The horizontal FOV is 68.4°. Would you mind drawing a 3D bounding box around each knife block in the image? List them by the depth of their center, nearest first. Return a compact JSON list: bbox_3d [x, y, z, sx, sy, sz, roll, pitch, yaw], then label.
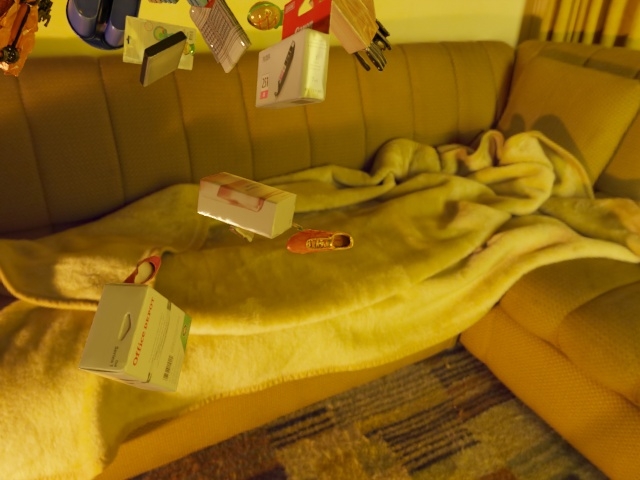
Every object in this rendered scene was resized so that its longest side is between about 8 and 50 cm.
[{"bbox_3d":[0.108,-0.654,1.494,0.276,0.241,0.088,-18,13,-39],"label":"knife block"}]

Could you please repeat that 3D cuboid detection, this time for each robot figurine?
[{"bbox_3d":[-0.766,-0.546,1.151,0.085,0.291,0.211,32,18,-5],"label":"robot figurine"}]

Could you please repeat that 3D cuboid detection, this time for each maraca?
[{"bbox_3d":[-0.207,-0.894,1.879,0.186,0.099,0.127,-11,-13,-40],"label":"maraca"}]

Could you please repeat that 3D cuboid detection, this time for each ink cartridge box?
[{"bbox_3d":[-0.341,0.191,0.900,0.093,0.219,0.160,2,64,9],"label":"ink cartridge box"},{"bbox_3d":[-0.061,-0.405,0.982,0.060,0.238,0.275,0,11,-26],"label":"ink cartridge box"}]

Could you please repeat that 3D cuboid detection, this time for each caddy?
[{"bbox_3d":[-0.793,-0.882,1.738,0.242,0.340,0.179,12,-10,-29],"label":"caddy"}]

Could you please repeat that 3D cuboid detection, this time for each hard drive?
[{"bbox_3d":[-0.336,-0.383,0.997,0.094,0.022,0.135,-41,11,-24],"label":"hard drive"}]

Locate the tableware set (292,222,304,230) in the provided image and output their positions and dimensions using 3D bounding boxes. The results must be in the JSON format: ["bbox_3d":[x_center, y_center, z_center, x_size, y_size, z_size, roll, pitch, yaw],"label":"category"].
[{"bbox_3d":[-0.151,-0.078,2.261,0.154,0.024,0.104,24,6,-19],"label":"tableware set"}]

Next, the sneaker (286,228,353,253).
[{"bbox_3d":[0.000,0.000,1.211,0.175,0.064,0.067,-8,6,-14],"label":"sneaker"}]

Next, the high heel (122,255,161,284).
[{"bbox_3d":[-0.651,0.116,1.749,0.117,0.082,0.244,-26,13,33],"label":"high heel"}]

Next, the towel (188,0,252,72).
[{"bbox_3d":[-0.432,-0.881,1.959,0.056,0.312,0.324,-39,14,-22],"label":"towel"}]

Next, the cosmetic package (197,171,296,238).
[{"bbox_3d":[-0.251,-0.126,1.602,0.296,0.129,0.153,19,23,16],"label":"cosmetic package"}]

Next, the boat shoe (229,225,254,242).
[{"bbox_3d":[-0.334,-0.050,2.036,0.068,0.072,0.190,32,-5,14],"label":"boat shoe"}]

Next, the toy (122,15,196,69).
[{"bbox_3d":[-0.528,-0.644,1.538,0.237,0.136,0.056,-8,35,-40],"label":"toy"}]

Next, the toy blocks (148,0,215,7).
[{"bbox_3d":[-0.338,-0.566,0.874,0.382,0.261,0.190,25,76,35],"label":"toy blocks"}]
